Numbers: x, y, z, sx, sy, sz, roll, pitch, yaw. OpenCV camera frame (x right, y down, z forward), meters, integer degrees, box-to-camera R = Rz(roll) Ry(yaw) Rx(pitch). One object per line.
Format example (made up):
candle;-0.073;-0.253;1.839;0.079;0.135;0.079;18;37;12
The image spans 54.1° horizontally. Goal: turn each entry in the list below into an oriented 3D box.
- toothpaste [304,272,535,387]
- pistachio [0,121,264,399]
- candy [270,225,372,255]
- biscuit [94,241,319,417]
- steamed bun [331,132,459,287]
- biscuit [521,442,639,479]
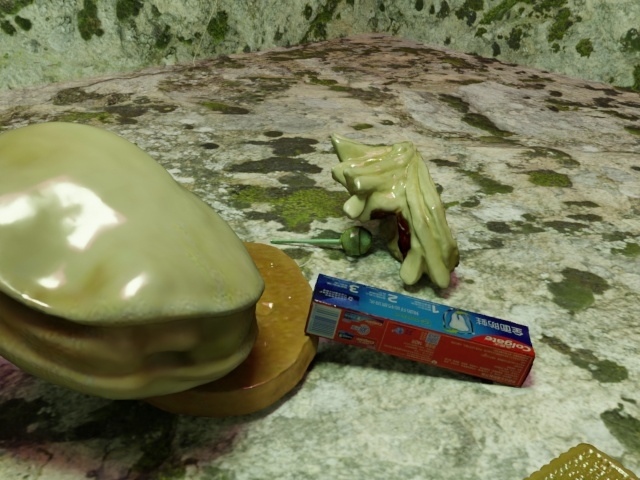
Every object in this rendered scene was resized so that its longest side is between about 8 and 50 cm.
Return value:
toothpaste;0.140;0.128;0.903;0.320;0.066;0.076;15;30;1
pistachio;-0.272;0.020;0.775;0.445;0.281;0.365;31;23;29
candy;0.000;0.000;1.213;0.202;0.061;0.061;0;28;14
biscuit;-0.182;0.119;0.961;0.365;0.062;0.385;4;31;0
steamed bun;0.127;-0.092;1.198;0.189;0.247;0.428;-12;31;5
biscuit;0.332;0.324;0.653;0.172;0.029;0.254;-17;34;-31
